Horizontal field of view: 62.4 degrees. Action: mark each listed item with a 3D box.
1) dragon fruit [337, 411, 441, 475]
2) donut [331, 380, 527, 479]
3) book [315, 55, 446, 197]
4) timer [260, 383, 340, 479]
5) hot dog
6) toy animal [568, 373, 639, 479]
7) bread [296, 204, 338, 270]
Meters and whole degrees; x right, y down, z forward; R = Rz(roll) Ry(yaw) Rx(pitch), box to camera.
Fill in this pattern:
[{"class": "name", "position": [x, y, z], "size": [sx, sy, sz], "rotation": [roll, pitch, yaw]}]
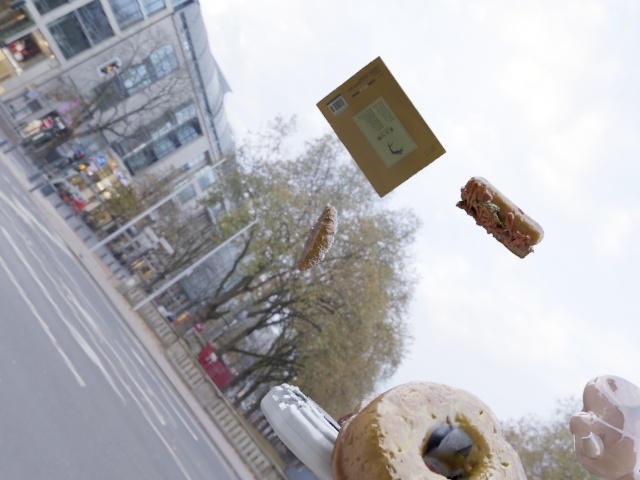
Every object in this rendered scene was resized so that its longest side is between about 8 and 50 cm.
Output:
[{"class": "dragon fruit", "position": [0.238, 0.570, 1.389], "size": [0.329, 0.228, 0.286], "rotation": [53, -12, -21]}, {"class": "donut", "position": [0.179, 0.366, 0.855], "size": [0.299, 0.317, 0.150], "rotation": [46, -52, 12]}, {"class": "book", "position": [0.198, -0.369, 1.738], "size": [0.389, 0.269, 0.032], "rotation": [56, 9, -3]}, {"class": "timer", "position": [0.001, 0.384, 1.019], "size": [0.237, 0.087, 0.262], "rotation": [47, -12, -14]}, {"class": "hot dog", "position": [0.625, -0.080, 1.875], "size": [0.349, 0.117, 0.158], "rotation": [48, -28, 21]}, {"class": "toy animal", "position": [0.634, 0.403, 1.148], "size": [0.166, 0.250, 0.154], "rotation": [27, -44, 12]}, {"class": "bread", "position": [0.000, 0.000, 1.692], "size": [0.076, 0.233, 0.105], "rotation": [26, 4, -21]}]
